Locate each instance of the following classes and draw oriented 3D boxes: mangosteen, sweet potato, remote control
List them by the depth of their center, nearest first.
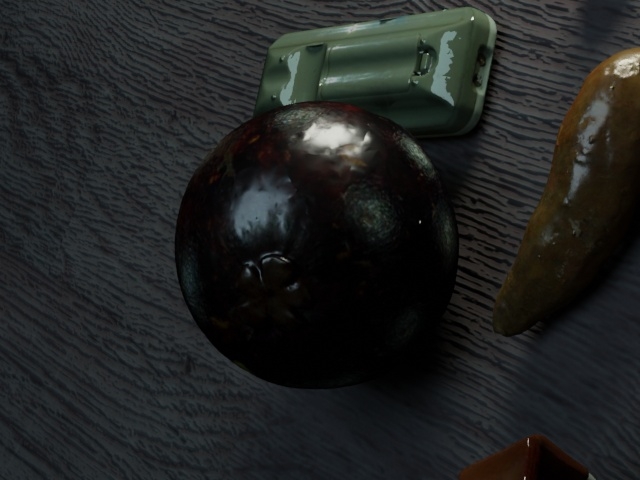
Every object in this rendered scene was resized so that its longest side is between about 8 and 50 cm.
[{"bbox_3d":[0.229,-0.038,1.680,0.097,0.097,0.291,39,106,52],"label":"sweet potato"},{"bbox_3d":[0.000,0.000,1.825,0.288,0.288,0.288,-26,55,43],"label":"mangosteen"},{"bbox_3d":[0.044,-0.166,1.993,0.335,0.066,0.128,-1,76,52],"label":"remote control"}]

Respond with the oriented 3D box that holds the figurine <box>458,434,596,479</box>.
[{"bbox_3d":[0.223,0.248,1.473,0.284,0.204,0.338,7,90,24],"label":"figurine"}]
